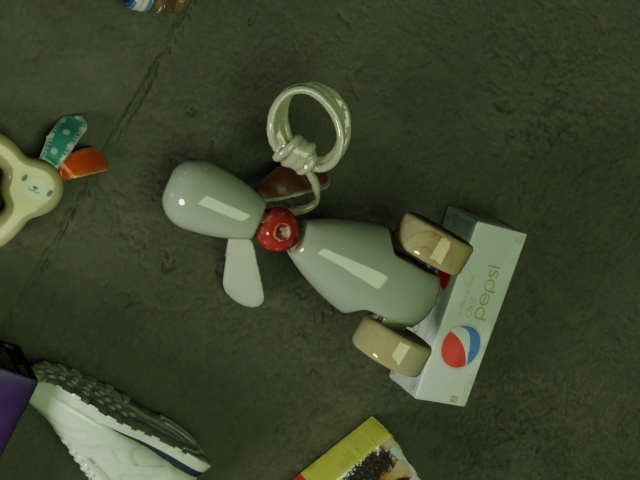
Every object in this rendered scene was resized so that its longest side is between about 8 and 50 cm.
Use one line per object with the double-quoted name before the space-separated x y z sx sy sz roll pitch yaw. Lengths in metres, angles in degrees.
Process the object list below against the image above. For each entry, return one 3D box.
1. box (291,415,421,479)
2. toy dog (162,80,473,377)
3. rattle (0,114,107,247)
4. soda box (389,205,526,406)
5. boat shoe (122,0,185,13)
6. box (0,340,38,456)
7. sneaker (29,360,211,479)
"box" -0.001 0.310 1.500 0.232 0.058 0.087 -38 119 -9
"toy dog" 0.000 0.000 1.371 0.220 0.161 0.334 -44 105 -3
"rattle" -0.286 -0.049 1.205 0.199 0.143 0.130 -10 92 -16
"soda box" 0.155 0.076 1.489 0.074 0.069 0.216 13 102 -28
"boat shoe" -0.137 -0.304 1.233 0.066 0.066 0.183 5 115 -31
"box" -0.415 0.201 1.246 0.184 0.103 0.261 25 95 -27
"sneaker" -0.223 0.210 1.351 0.235 0.090 0.095 38 98 -29
